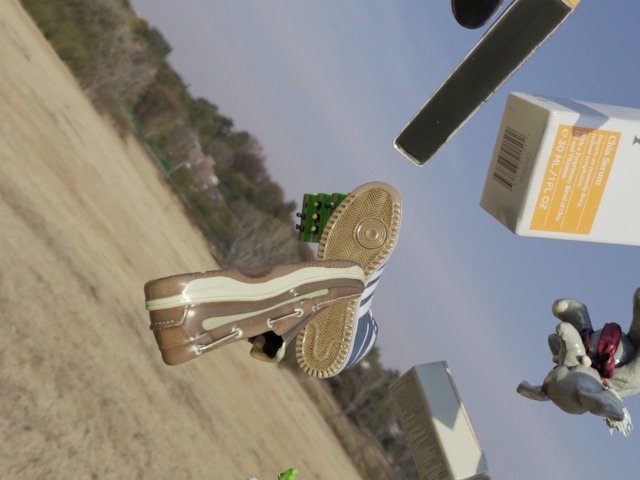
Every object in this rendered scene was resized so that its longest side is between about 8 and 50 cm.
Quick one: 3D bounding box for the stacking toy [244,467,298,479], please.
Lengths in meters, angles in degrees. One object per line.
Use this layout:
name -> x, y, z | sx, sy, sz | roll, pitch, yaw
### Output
stacking toy -> -0.174, 0.564, 1.759 | 0.167, 0.221, 0.052 | -4, 59, -45

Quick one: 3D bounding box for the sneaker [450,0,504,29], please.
sneaker -> 0.292, -0.499, 1.358 | 0.106, 0.281, 0.162 | 23, 23, 8

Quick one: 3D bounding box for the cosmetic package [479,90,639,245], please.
cosmetic package -> 0.548, -0.121, 1.451 | 0.161, 0.454, 0.230 | -124, -140, -63

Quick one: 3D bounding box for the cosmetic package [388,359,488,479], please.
cosmetic package -> 0.306, 0.493, 2.096 | 0.160, 0.113, 0.309 | -53, -130, 51

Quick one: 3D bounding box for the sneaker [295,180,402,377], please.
sneaker -> 0.050, 0.060, 1.137 | 0.099, 0.282, 0.153 | 19, -4, 17

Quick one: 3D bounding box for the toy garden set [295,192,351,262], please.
toy garden set -> 0.000, 0.000, 1.648 | 0.244, 0.049, 0.203 | 5, -93, 63

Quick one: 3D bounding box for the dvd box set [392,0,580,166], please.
dvd box set -> 0.281, -0.304, 1.125 | 0.062, 0.420, 0.307 | 41, -46, -1

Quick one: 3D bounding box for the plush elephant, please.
plush elephant -> 0.564, 0.264, 1.677 | 0.272, 0.255, 0.329 | -6, -95, 49

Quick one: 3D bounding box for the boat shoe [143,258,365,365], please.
boat shoe -> -0.057, 0.075, 0.795 | 0.095, 0.258, 0.095 | -15, -98, 51
